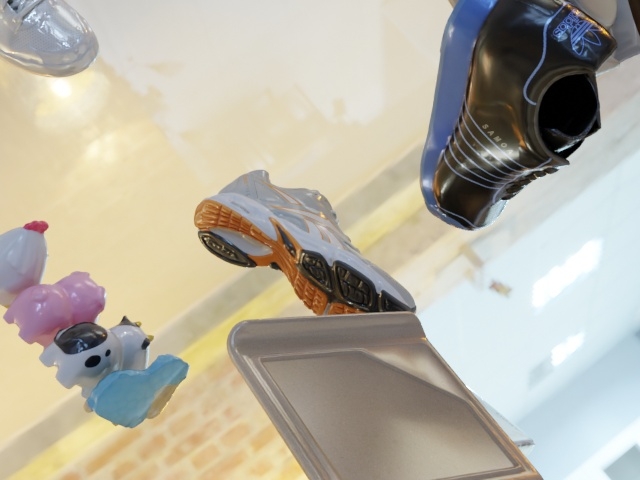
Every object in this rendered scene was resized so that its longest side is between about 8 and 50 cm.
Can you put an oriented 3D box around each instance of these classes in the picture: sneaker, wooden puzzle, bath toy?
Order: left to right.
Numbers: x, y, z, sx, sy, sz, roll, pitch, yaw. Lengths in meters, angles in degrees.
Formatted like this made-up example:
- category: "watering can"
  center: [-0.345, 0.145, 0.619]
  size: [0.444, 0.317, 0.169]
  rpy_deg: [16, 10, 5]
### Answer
- category: "sneaker"
  center: [-0.405, -0.321, 1.477]
  size: [0.108, 0.292, 0.169]
  rpy_deg: [-50, -19, -18]
- category: "bath toy"
  center: [-0.330, 0.098, 1.610]
  size: [0.129, 0.348, 0.151]
  rpy_deg: [-49, -27, -2]
- category: "sneaker"
  center: [0.000, 0.000, 1.322]
  size: [0.121, 0.262, 0.099]
  rpy_deg: [-51, -11, -42]
- category: "wooden puzzle"
  center: [0.054, 0.159, 1.048]
  size: [0.221, 0.238, 0.044]
  rpy_deg: [-1, -49, -35]
- category: "sneaker"
  center: [0.121, -0.064, 0.747]
  size: [0.081, 0.090, 0.232]
  rpy_deg: [-47, -22, -21]

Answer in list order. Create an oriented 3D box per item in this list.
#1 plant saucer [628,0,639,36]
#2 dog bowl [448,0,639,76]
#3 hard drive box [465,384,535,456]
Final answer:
- category: "plant saucer"
  center: [0.304, -0.207, 0.956]
  size: [0.041, 0.278, 0.278]
  rpy_deg: [-18, -26, -5]
- category: "dog bowl"
  center: [0.192, -0.300, 1.153]
  size: [0.102, 0.348, 0.349]
  rpy_deg: [-24, -14, 29]
- category: "hard drive box"
  center: [0.104, 0.189, 1.249]
  size: [0.089, 0.181, 0.232]
  rpy_deg: [-55, -23, 8]
